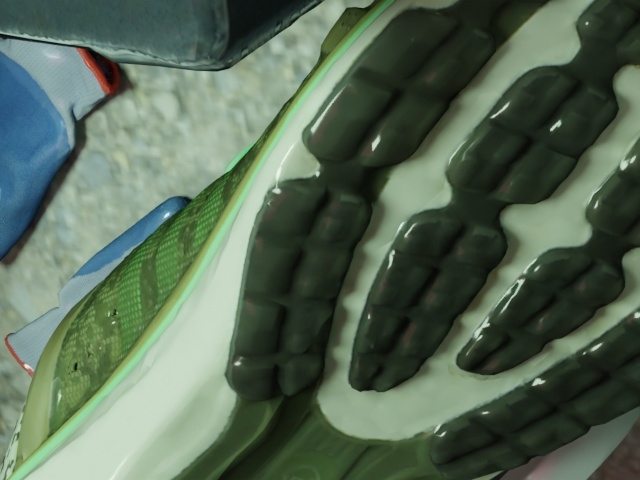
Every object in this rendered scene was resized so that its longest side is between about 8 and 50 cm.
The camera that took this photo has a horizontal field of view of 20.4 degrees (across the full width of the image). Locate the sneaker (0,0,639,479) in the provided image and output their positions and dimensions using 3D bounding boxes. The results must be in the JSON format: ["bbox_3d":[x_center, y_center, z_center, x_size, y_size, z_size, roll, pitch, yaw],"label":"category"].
[{"bbox_3d":[0.000,0.000,0.574,0.158,0.182,0.410,33,112,-30],"label":"sneaker"}]

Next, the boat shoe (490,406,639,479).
[{"bbox_3d":[0.020,0.093,0.660,0.076,0.083,0.226,47,133,-1],"label":"boat shoe"}]

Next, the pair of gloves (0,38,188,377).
[{"bbox_3d":[-0.104,-0.003,0.726,0.159,0.023,0.198,-31,97,42],"label":"pair of gloves"}]

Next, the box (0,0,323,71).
[{"bbox_3d":[-0.113,-0.272,0.442,0.294,0.212,0.395,11,121,28],"label":"box"}]
